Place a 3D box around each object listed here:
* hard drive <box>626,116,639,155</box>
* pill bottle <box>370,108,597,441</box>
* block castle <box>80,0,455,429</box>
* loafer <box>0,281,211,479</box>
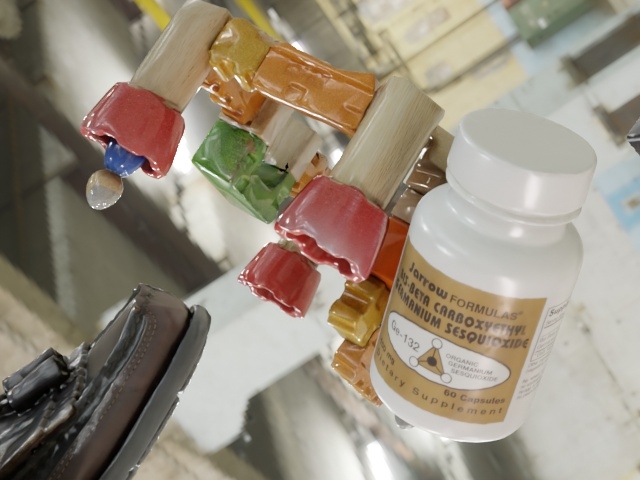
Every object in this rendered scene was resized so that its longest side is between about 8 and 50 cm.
[{"bbox_3d":[0.449,-0.063,1.213,0.339,0.237,0.064,45,161,-18],"label":"hard drive"},{"bbox_3d":[0.124,0.025,1.019,0.131,0.229,0.131,11,-151,-6],"label":"pill bottle"},{"bbox_3d":[0.000,0.000,1.269,0.303,0.213,0.453,27,169,27],"label":"block castle"},{"bbox_3d":[-0.169,0.137,0.656,0.095,0.302,0.109,34,-169,-9],"label":"loafer"}]
